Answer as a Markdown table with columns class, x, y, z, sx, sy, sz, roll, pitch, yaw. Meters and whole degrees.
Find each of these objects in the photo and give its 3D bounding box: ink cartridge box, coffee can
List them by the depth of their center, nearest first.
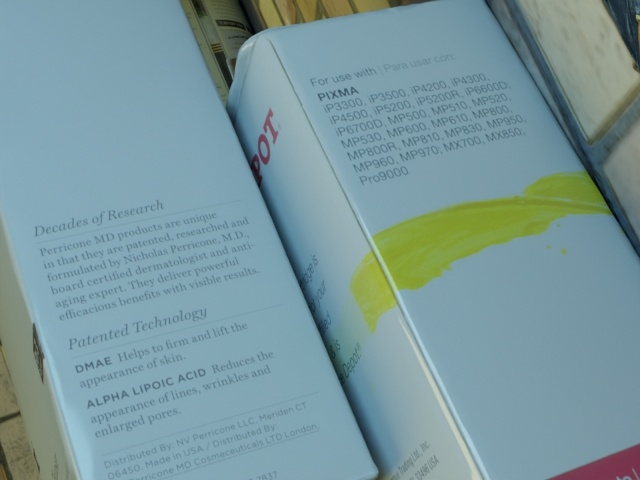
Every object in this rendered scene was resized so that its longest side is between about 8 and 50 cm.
| class | x | y | z | sx | sy | sz | roll | pitch | yaw |
| --- | --- | --- | --- | --- | --- | --- | --- | --- | --- |
| ink cartridge box | 0.073 | 0.084 | 0.662 | 0.385 | 0.160 | 0.279 | 65 | 155 | 23 |
| coffee can | -0.171 | -0.223 | 1.459 | 0.201 | 0.201 | 0.275 | 96 | 152 | -71 |

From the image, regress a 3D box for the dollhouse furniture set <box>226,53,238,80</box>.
| class | x | y | z | sx | sy | sz | roll | pitch | yaw |
| --- | --- | --- | --- | --- | --- | --- | --- | --- | --- |
| dollhouse furniture set | -0.021 | -0.160 | 1.000 | 0.081 | 0.114 | 0.091 | 141 | 110 | -76 |

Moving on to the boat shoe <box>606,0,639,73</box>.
| class | x | y | z | sx | sy | sz | roll | pitch | yaw |
| --- | --- | --- | --- | --- | --- | --- | --- | --- | --- |
| boat shoe | 0.147 | -0.063 | 0.398 | 0.083 | 0.065 | 0.183 | -124 | 21 | -64 |

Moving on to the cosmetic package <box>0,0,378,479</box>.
| class | x | y | z | sx | sy | sz | roll | pitch | yaw |
| --- | --- | --- | --- | --- | --- | --- | --- | --- | --- |
| cosmetic package | -0.126 | 0.028 | 0.679 | 0.385 | 0.156 | 0.217 | 64 | 154 | 25 |
